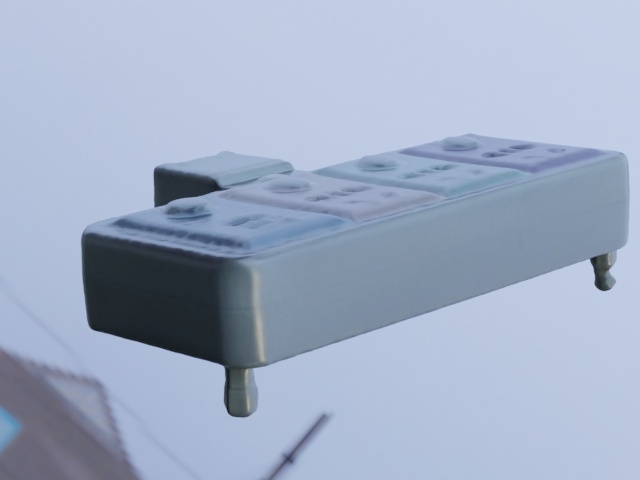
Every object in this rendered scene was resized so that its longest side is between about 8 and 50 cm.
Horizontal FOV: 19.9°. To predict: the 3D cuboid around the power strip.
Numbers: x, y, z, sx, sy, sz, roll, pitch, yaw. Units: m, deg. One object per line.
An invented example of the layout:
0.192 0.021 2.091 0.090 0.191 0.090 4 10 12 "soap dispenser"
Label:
0.000 0.000 0.688 0.145 0.215 0.061 12 -71 44 "power strip"
